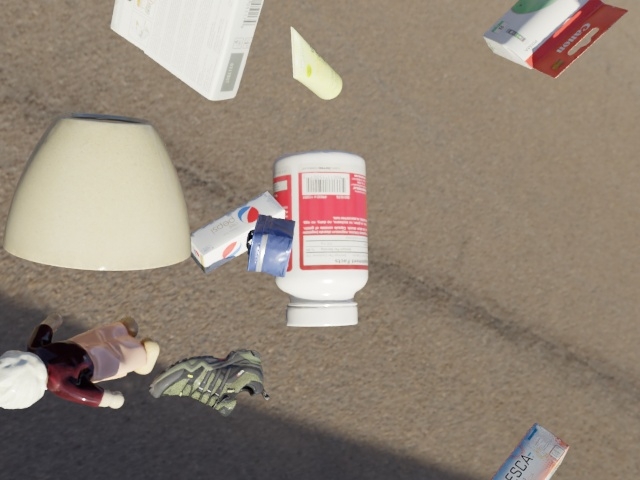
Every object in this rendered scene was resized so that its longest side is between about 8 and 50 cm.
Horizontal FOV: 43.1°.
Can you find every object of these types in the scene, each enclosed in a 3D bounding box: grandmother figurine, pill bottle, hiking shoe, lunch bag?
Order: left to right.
[{"bbox_3d":[-0.412,0.211,1.362,0.207,0.104,0.342,33,16,20],"label":"grandmother figurine"},{"bbox_3d":[-0.209,0.280,1.544,0.226,0.086,0.114,-10,65,-21],"label":"hiking shoe"},{"bbox_3d":[-0.074,0.004,1.164,0.065,0.067,0.098,12,24,-5],"label":"lunch bag"},{"bbox_3d":[0.000,0.000,1.956,0.229,0.229,0.408,3,85,-44],"label":"pill bottle"}]

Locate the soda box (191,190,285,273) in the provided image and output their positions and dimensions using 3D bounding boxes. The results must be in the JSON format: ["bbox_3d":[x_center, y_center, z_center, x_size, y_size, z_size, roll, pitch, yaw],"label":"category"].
[{"bbox_3d":[-0.183,-0.018,1.778,0.216,0.074,0.069,-31,61,-22],"label":"soda box"}]

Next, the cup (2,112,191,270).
[{"bbox_3d":[-0.388,-0.101,1.446,0.331,0.331,0.237,-7,108,-47],"label":"cup"}]

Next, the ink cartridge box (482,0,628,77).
[{"bbox_3d":[0.431,-0.407,1.517,0.056,0.181,0.225,44,5,-30],"label":"ink cartridge box"}]

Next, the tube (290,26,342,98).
[{"bbox_3d":[-0.016,-0.325,1.548,0.070,0.062,0.240,46,9,15],"label":"tube"}]

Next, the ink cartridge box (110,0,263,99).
[{"bbox_3d":[-0.185,-0.331,1.122,0.066,0.189,0.232,-15,45,-46],"label":"ink cartridge box"}]

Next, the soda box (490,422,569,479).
[{"bbox_3d":[0.264,0.338,1.106,0.058,0.063,0.183,34,57,26],"label":"soda box"}]
